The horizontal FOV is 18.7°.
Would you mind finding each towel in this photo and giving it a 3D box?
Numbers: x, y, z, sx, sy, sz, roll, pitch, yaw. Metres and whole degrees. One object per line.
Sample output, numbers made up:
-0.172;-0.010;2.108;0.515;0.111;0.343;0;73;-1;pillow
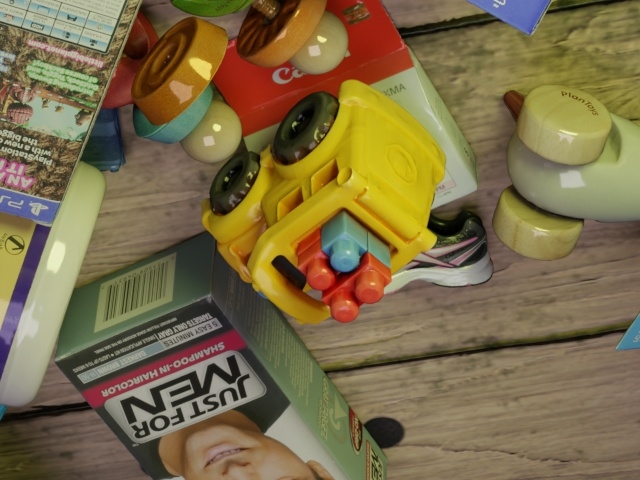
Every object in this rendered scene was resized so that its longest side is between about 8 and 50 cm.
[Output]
-0.224;-0.117;1.843;0.067;0.029;0.119;-2;129;3;towel

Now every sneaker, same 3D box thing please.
0.080;0.003;1.916;0.178;0.072;0.077;-7;119;-5;sneaker

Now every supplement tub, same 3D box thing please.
-0.387;-0.004;1.794;0.331;0.241;0.241;18;127;-6;supplement tub

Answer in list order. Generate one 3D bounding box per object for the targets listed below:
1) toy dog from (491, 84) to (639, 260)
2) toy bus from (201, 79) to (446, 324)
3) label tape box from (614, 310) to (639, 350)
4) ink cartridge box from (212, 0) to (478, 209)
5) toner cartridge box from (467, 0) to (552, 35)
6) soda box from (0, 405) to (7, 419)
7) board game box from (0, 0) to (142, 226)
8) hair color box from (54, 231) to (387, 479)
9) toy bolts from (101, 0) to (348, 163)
0.296;-0.081;1.811;0.333;0.161;0.220;18;126;-31;toy dog
0.000;0.000;1.749;0.220;0.211;0.149;-36;122;28;toy bus
0.471;0.043;1.807;0.333;0.106;0.241;-5;137;-37;label tape box
0.017;-0.108;1.830;0.189;0.066;0.232;-22;129;18;ink cartridge box
0.025;-0.288;1.574;0.347;0.165;0.075;25;101;-29;toner cartridge box
-0.384;0.160;1.975;0.071;0.067;0.210;34;157;-22;soda box
-0.289;-0.190;1.619;0.232;0.141;0.291;16;123;-17;board game box
-0.095;0.181;2.024;0.185;0.114;0.374;-23;125;18;hair color box
-0.095;-0.137;1.726;0.158;0.218;0.228;37;136;-26;toy bolts
